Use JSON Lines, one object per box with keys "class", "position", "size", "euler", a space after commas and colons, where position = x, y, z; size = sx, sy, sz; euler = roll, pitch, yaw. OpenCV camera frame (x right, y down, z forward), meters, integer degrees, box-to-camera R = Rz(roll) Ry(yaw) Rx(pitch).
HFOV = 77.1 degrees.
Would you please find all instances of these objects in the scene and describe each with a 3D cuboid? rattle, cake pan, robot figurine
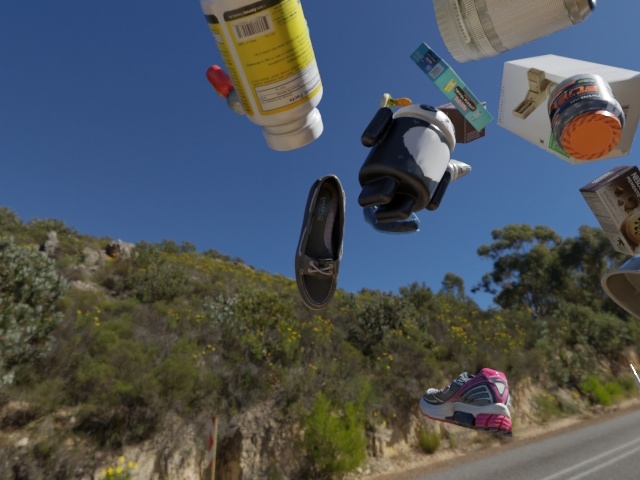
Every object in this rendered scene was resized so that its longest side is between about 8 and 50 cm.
{"class": "rattle", "position": [0.321, -0.582, 1.857], "size": [0.143, 0.199, 0.130], "euler": [26, -41, -3]}
{"class": "cake pan", "position": [0.706, 0.124, 0.765], "size": [0.293, 0.054, 0.293], "euler": [36, -5, 4]}
{"class": "robot figurine", "position": [0.194, -0.174, 0.901], "size": [0.174, 0.278, 0.209], "euler": [20, -22, 25]}

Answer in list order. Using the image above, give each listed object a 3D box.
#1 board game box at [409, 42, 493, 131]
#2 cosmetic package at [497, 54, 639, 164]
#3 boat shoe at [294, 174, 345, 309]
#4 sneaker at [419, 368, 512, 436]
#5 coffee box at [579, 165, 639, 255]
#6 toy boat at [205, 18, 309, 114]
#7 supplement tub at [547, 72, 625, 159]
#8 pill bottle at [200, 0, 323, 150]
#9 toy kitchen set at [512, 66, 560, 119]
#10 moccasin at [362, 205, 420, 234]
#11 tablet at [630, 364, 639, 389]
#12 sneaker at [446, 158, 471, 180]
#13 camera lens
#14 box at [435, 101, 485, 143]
{"class": "board game box", "position": [0.530, -0.619, 1.625], "size": [0.336, 0.253, 0.079], "euler": [27, -58, -36]}
{"class": "cosmetic package", "position": [0.640, -0.361, 1.068], "size": [0.155, 0.365, 0.197], "euler": [-11, -59, -4]}
{"class": "boat shoe", "position": [0.000, 0.000, 0.980], "size": [0.112, 0.335, 0.095], "euler": [6, -9, -6]}
{"class": "sneaker", "position": [0.311, 0.341, 0.862], "size": [0.121, 0.112, 0.299], "euler": [15, -21, -7]}
{"class": "coffee box", "position": [1.157, -0.116, 1.522], "size": [0.168, 0.297, 0.119], "euler": [-33, 4, 9]}
{"class": "toy boat", "position": [-0.157, -0.472, 1.131], "size": [0.318, 0.148, 0.267], "euler": [-40, -4, -24]}
{"class": "supplement tub", "position": [0.522, -0.245, 0.796], "size": [0.117, 0.190, 0.117], "euler": [12, -48, 13]}
{"class": "pill bottle", "position": [-0.104, -0.374, 0.866], "size": [0.188, 0.188, 0.334], "euler": [-8, -49, 13]}
{"class": "toy kitchen set", "position": [0.480, -0.323, 0.900], "size": [0.075, 0.068, 0.083], "euler": [-44, -42, 3]}
{"class": "moccasin", "position": [0.219, -0.100, 1.371], "size": [0.138, 0.116, 0.342], "euler": [-7, 15, -19]}
{"class": "tablet", "position": [0.812, 0.364, 1.025], "size": [0.006, 0.054, 0.083], "euler": [-21, 15, 27]}
{"class": "sneaker", "position": [0.474, -0.272, 1.586], "size": [0.115, 0.105, 0.281], "euler": [-10, 19, -15]}
{"class": "camera lens", "position": [0.402, -0.517, 0.826], "size": [0.274, 0.219, 0.219], "euler": [-8, -21, 41]}
{"class": "box", "position": [0.687, -0.591, 2.007], "size": [0.168, 0.167, 0.203], "euler": [-24, 29, -29]}
